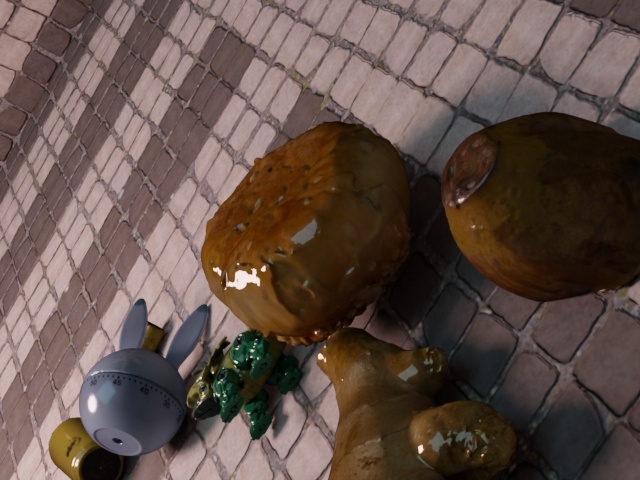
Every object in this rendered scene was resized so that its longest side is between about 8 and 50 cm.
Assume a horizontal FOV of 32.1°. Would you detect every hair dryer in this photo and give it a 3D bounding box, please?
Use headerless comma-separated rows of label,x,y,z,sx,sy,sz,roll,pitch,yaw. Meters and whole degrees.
hair dryer,-0.330,0.261,1.790,0.135,0.090,0.279,12,72,60

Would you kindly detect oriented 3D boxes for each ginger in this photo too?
ginger,0.074,0.205,1.114,0.236,0.166,0.375,124,146,-45

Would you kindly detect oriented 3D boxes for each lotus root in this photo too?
lotus root,0.211,-0.055,1.089,0.188,0.180,0.199,-27,46,51

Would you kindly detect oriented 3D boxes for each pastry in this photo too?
pastry,0.000,0.000,1.361,0.284,0.184,0.315,-55,26,-15

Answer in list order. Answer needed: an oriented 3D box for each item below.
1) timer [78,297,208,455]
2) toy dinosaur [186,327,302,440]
timer,-0.263,0.216,1.678,0.175,0.175,0.255,-45,7,29
toy dinosaur,-0.081,0.152,1.480,0.259,0.094,0.153,-50,35,6
